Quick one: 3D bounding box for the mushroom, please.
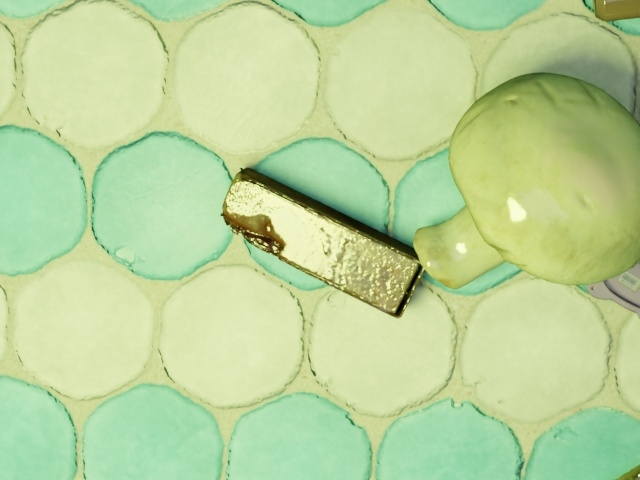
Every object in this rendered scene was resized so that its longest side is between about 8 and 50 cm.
[{"bbox_3d":[0.289,-0.081,1.788,0.356,0.315,0.315,-9,97,7],"label":"mushroom"}]

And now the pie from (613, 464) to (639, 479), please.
[{"bbox_3d":[0.533,0.478,1.952,0.337,0.075,0.337,0,92,5],"label":"pie"}]

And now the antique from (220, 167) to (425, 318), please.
[{"bbox_3d":[0.000,0.000,1.926,0.310,0.087,0.093,27,101,0],"label":"antique"}]

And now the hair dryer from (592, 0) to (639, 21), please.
[{"bbox_3d":[0.436,-0.403,1.849,0.117,0.064,0.182,-6,89,7],"label":"hair dryer"}]

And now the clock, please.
[{"bbox_3d":[0.460,0.053,1.909,0.152,0.050,0.110,29,99,1],"label":"clock"}]
